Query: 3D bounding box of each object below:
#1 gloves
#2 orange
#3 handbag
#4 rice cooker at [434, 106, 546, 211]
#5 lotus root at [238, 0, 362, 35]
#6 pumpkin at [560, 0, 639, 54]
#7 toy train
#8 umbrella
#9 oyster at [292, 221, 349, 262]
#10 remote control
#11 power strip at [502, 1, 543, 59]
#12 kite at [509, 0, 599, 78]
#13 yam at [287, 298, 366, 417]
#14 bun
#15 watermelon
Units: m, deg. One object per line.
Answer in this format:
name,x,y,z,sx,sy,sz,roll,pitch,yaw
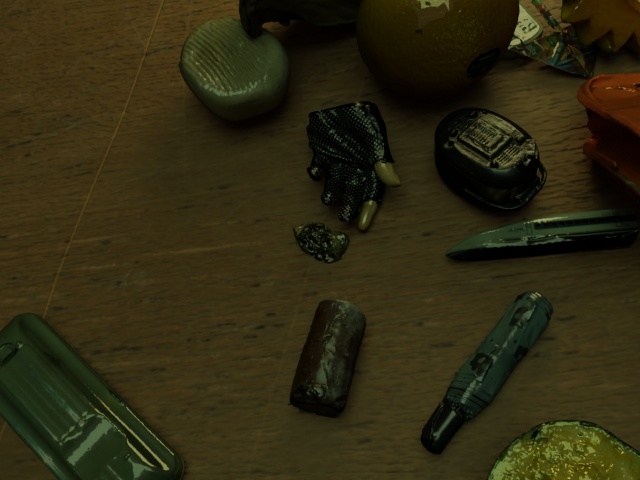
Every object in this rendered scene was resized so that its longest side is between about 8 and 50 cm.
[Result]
gloves,0.048,-0.104,1.061,0.129,0.106,0.180,-8,94,6
orange,0.166,-0.315,1.055,0.237,0.236,0.236,-3,67,7
handbag,0.551,-0.151,0.899,0.411,0.116,0.303,-8,21,4
rice cooker,0.233,-0.114,1.023,0.112,0.106,0.165,-44,57,-15
lotus root,0.015,-0.422,1.107,0.314,0.210,0.141,-14,68,-40
pumpkin,0.450,-0.365,1.111,0.254,0.130,0.149,10,31,-12
toy train,0.295,-0.008,0.993,0.252,0.055,0.048,-5,67,5
umbrella,0.213,0.167,0.933,0.053,0.052,0.250,43,76,-13
oyster,-0.003,-0.002,1.052,0.083,0.019,0.054,24,73,17
remote control,-0.333,0.235,0.973,0.335,0.065,0.128,37,74,20
power strip,0.267,-0.379,1.171,0.080,0.029,0.226,-31,66,-6
kite,0.372,-0.313,1.120,0.183,0.010,0.160,-26,77,-17
yam,0.012,0.155,0.953,0.079,0.079,0.141,12,66,13
bun,-0.130,-0.258,1.132,0.167,0.113,0.173,-10,64,-4
watermelon,0.277,0.324,0.812,0.204,0.127,0.232,13,67,13
